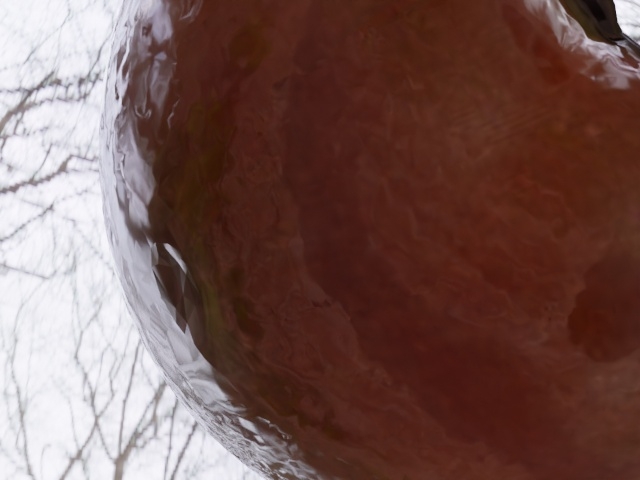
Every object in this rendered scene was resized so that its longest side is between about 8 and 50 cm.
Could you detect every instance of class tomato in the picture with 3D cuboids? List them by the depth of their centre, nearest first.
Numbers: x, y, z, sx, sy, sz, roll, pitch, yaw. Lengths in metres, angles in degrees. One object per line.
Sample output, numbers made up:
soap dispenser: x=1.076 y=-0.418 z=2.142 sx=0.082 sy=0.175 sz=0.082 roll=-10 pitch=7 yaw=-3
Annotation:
tomato: x=0.000 y=0.000 z=0.390 sx=0.112 sy=0.228 sz=0.199 roll=-22 pitch=-22 yaw=-33
